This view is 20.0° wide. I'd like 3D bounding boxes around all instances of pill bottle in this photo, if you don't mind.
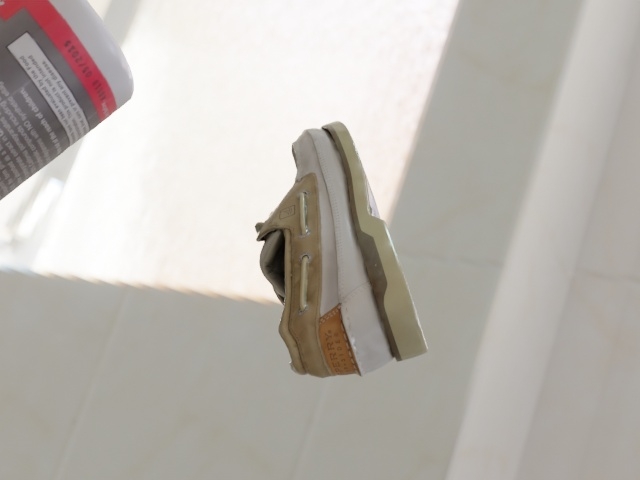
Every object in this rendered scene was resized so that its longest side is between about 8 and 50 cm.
[{"bbox_3d":[-0.318,-0.089,1.421,0.176,0.318,0.176,48,-12,14],"label":"pill bottle"}]

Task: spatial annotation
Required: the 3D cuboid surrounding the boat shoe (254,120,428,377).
[{"bbox_3d":[0.000,0.000,1.423,0.103,0.302,0.113,-19,-61,1],"label":"boat shoe"}]
